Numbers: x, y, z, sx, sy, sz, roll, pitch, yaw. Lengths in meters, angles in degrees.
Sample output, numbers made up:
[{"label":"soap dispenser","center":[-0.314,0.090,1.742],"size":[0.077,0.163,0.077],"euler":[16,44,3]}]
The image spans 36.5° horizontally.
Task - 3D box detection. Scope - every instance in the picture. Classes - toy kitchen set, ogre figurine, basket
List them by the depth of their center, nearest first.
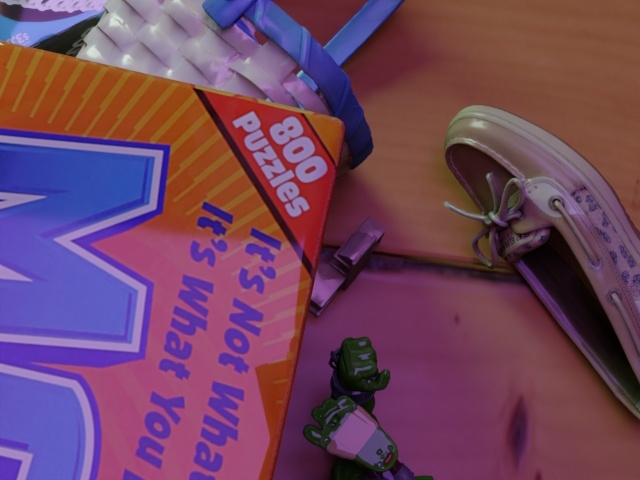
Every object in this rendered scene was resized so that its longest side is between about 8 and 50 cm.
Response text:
[{"label":"ogre figurine","center":[0.035,0.179,0.679],"size":[0.096,0.118,0.197],"euler":[-26,74,-9]},{"label":"basket","center":[-0.033,-0.142,0.719],"size":[0.201,0.255,0.289],"euler":[39,90,12]},{"label":"toy kitchen set","center":[0.000,0.000,0.762],"size":[0.075,0.068,0.083],"euler":[38,71,8]}]

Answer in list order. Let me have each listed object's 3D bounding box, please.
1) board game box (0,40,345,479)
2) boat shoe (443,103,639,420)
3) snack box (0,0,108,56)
[{"label":"board game box","center":[-0.209,0.125,0.545],"size":[0.356,0.356,0.356],"euler":[13,71,-1]},{"label":"boat shoe","center":[0.192,0.013,0.759],"size":[0.089,0.104,0.285],"euler":[-41,80,-19]},{"label":"snack box","center":[-0.155,-0.291,0.818],"size":[0.322,0.060,0.187],"euler":[-29,83,-8]}]
